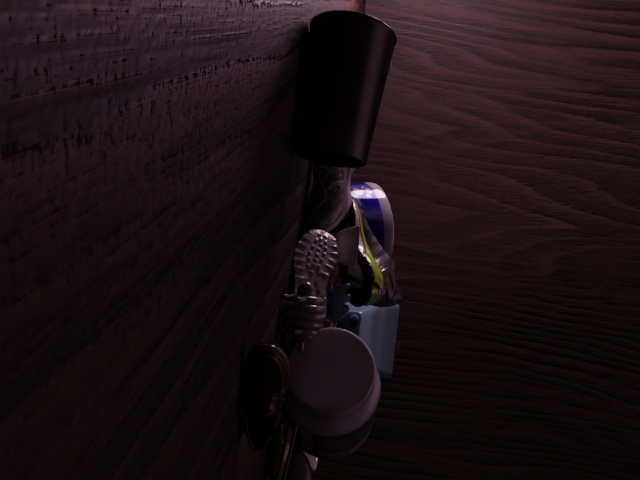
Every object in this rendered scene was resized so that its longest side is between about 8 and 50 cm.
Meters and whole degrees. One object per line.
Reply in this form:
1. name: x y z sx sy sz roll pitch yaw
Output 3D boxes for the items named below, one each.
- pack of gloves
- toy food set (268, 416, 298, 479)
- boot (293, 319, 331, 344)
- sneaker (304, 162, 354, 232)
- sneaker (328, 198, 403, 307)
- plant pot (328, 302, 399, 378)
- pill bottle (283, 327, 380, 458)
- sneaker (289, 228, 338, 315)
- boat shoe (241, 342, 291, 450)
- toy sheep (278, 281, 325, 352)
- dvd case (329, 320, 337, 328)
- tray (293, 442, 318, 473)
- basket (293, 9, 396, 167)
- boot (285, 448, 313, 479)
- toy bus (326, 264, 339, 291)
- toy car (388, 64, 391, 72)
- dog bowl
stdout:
1. pack of gloves: 0.000 0.071 1.592 0.232 0.046 0.194 -8 -103 61
2. toy food set: -0.086 0.415 1.468 0.192 0.039 0.132 119 -15 -73
3. boot: -0.034 0.216 1.755 0.106 0.082 0.219 -57 177 -15
4. sneaker: 0.009 -0.144 1.638 0.115 0.105 0.281 39 55 -41
5. sneaker: 0.094 0.033 1.624 0.111 0.121 0.299 -40 -136 30
6. plant pot: 0.087 0.294 2.321 0.252 0.248 0.247 28 69 -69
7. pill bottle: 0.020 0.324 1.560 0.361 0.204 0.204 91 7 -63
8. sneaker: -0.025 0.084 1.513 0.094 0.090 0.235 114 -9 -58
9. boat shoe: -0.076 0.215 1.011 0.060 0.064 0.177 -81 178 -54
10. toy sheep: -0.033 0.142 1.378 0.091 0.091 0.132 5 95 -86
11. dvd case: 0.016 0.287 1.853 0.164 0.018 0.221 -71 173 -59
12. tray: -0.044 0.514 1.903 0.145 0.030 0.270 -50 -165 30
13. basket: 0.036 -0.250 1.290 0.204 0.154 0.226 72 29 -85
14. boot: -0.072 0.556 1.567 0.161 0.084 0.246 74 21 -65
15. toy bus: 0.054 0.030 1.859 0.191 0.105 0.202 -146 -120 -70
16. toy car: 0.059 -0.381 1.589 0.136 0.159 0.182 -47 -174 15
17. dog bowl: 0.096 -0.026 2.029 0.265 0.104 0.264 177 -90 -69
